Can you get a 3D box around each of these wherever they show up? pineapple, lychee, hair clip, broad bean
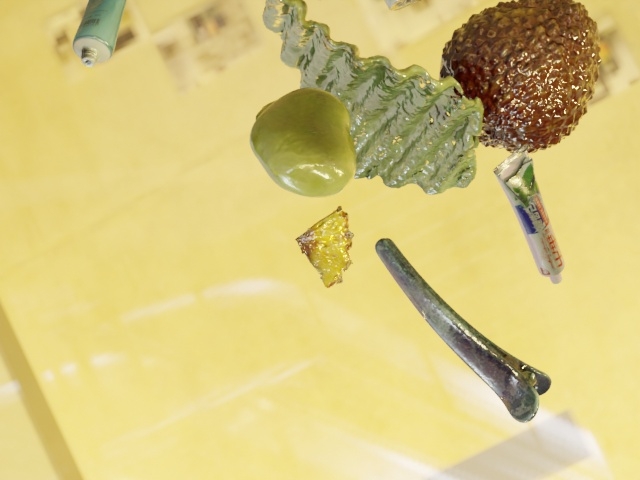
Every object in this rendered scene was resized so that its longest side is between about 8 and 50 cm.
[{"bbox_3d":[0.000,0.000,2.029,0.077,0.114,0.114,-2,-165,-9],"label":"pineapple"},{"bbox_3d":[0.295,-0.245,2.252,0.271,0.236,0.236,-38,178,-17],"label":"lychee"},{"bbox_3d":[0.164,0.099,1.825,0.048,0.275,0.083,-44,-179,34],"label":"hair clip"},{"bbox_3d":[-0.018,-0.116,1.751,0.124,0.082,0.174,10,-152,-3],"label":"broad bean"}]

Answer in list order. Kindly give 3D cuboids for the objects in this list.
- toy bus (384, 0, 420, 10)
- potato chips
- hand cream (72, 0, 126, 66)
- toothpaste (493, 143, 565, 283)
[{"bbox_3d":[0.060,-0.298,1.323,0.153,0.143,0.329,-29,174,17],"label":"toy bus"},{"bbox_3d":[0.058,-0.208,2.182,0.097,0.373,0.389,-52,157,-16],"label":"potato chips"},{"bbox_3d":[-0.255,-0.298,1.846,0.048,0.224,0.083,34,140,-32],"label":"hand cream"},{"bbox_3d":[0.209,-0.020,1.498,0.045,0.170,0.028,-37,-142,-12],"label":"toothpaste"}]
